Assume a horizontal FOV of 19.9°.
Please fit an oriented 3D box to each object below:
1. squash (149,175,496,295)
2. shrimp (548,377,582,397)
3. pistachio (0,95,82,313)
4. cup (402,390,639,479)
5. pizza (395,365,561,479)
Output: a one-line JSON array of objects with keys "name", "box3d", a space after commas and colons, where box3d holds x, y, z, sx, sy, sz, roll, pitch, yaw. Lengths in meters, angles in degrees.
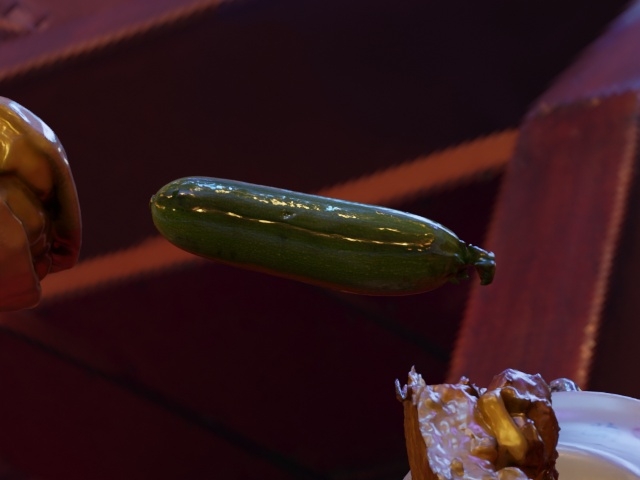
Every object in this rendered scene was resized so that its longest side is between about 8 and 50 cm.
[{"name": "squash", "box3d": [0.000, 0.000, 1.957, 0.379, 0.101, 0.101, 9, 47, 6]}, {"name": "shrimp", "box3d": [0.188, 0.189, 1.441, 0.057, 0.165, 0.065, 4, 23, -8]}, {"name": "pistachio", "box3d": [-0.211, -0.023, 1.075, 0.117, 0.145, 0.200, -48, -1, -16]}, {"name": "cup", "box3d": [0.167, 0.280, 1.308, 0.347, 0.163, 0.347, -2, 84, 21]}, {"name": "pizza", "box3d": [0.066, 0.103, 0.719, 0.058, 0.246, 0.127, -10, 73, -1]}]
